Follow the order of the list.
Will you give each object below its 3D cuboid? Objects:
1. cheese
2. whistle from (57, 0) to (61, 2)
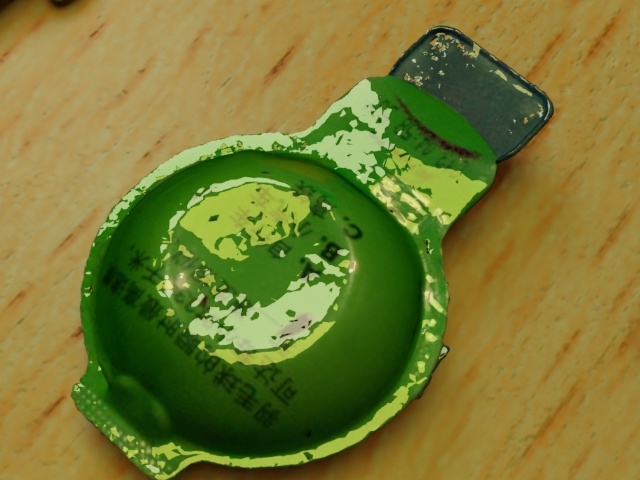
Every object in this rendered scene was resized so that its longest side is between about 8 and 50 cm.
[{"bbox_3d":[0.000,0.000,0.731,0.204,0.083,0.320,40,69,18],"label":"cheese"},{"bbox_3d":[-0.178,-0.217,0.843,0.114,0.077,0.236,46,72,-12],"label":"whistle"}]
